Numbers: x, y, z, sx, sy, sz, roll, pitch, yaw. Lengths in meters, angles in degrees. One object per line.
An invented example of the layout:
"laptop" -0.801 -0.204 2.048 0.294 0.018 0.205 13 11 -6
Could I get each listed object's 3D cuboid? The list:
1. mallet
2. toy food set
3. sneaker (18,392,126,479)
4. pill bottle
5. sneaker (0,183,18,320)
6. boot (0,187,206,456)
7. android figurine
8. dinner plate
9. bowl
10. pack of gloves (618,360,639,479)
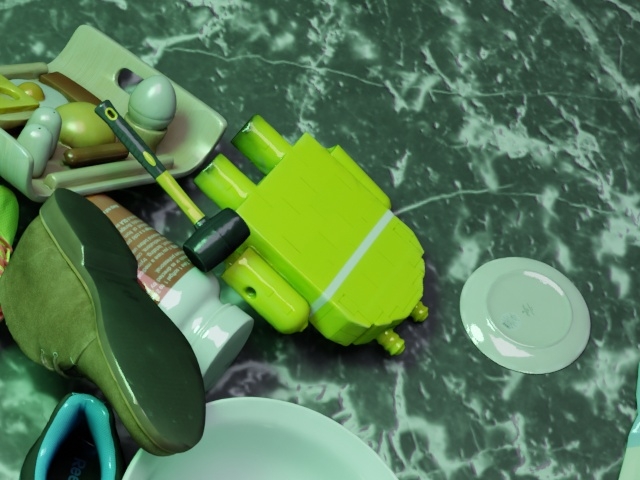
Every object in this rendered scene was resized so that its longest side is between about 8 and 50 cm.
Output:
"mallet" -0.139 -0.062 1.807 0.062 0.039 0.189 -33 88 -18
"toy food set" -0.262 -0.144 1.884 0.220 0.092 0.306 36 25 24
"sneaker" -0.241 0.293 1.661 0.125 0.139 0.341 8 56 -7
"pill bottle" -0.177 0.051 1.844 0.216 0.121 0.121 35 57 11
"sneaker" -0.325 0.038 1.826 0.094 0.081 0.208 0 58 33
"boot" -0.198 0.095 1.698 0.112 0.115 0.305 27 23 -47
"android figurine" 0.000 0.000 1.919 0.273 0.056 0.248 43 41 -6
"dinner plate" 0.215 0.074 1.985 0.141 0.017 0.141 5 57 -8
"bowl" -0.061 0.300 1.688 0.298 0.134 0.298 13 55 -19
"pack of gloves" 0.391 0.181 1.880 0.046 0.195 0.232 40 50 -30
